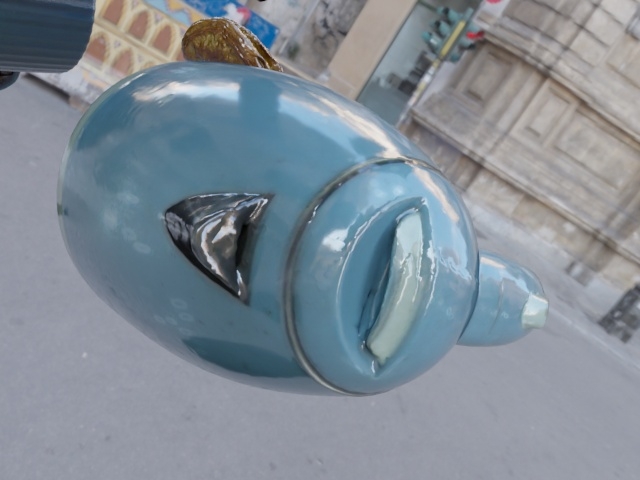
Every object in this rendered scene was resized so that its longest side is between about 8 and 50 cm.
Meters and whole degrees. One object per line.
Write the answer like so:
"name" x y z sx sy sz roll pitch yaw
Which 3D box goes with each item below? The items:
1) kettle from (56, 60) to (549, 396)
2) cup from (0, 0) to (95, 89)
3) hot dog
"kettle" 0.000 0.000 0.517 0.320 0.247 0.342 10 7 -36
"cup" -0.501 -0.330 0.941 0.292 0.307 0.242 -9 36 -44
"hot dog" -0.113 -0.247 0.890 0.147 0.065 0.099 21 -3 22
